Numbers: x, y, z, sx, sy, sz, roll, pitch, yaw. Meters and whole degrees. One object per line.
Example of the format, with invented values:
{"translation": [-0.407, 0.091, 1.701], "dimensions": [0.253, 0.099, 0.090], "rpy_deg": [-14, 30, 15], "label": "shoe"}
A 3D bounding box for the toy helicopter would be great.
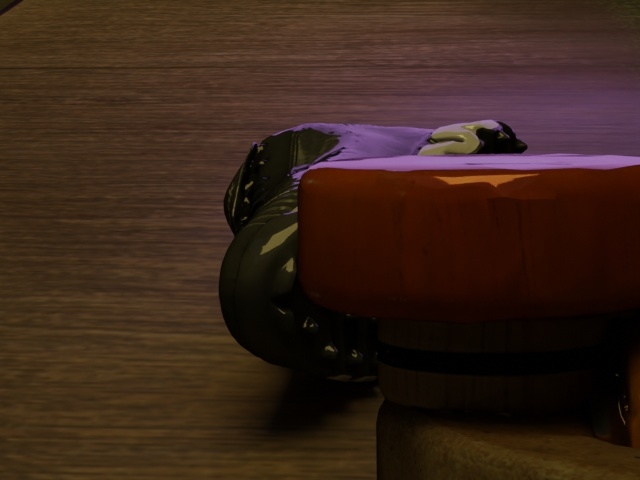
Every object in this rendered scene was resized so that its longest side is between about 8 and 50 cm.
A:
{"translation": [0.162, 0.045, 0.462], "dimensions": [0.235, 0.140, 0.355], "rpy_deg": [1, 5, 30], "label": "toy helicopter"}

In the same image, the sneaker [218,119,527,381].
{"translation": [0.000, 0.000, 0.699], "dimensions": [0.106, 0.078, 0.234], "rpy_deg": [3, 14, 23], "label": "sneaker"}
